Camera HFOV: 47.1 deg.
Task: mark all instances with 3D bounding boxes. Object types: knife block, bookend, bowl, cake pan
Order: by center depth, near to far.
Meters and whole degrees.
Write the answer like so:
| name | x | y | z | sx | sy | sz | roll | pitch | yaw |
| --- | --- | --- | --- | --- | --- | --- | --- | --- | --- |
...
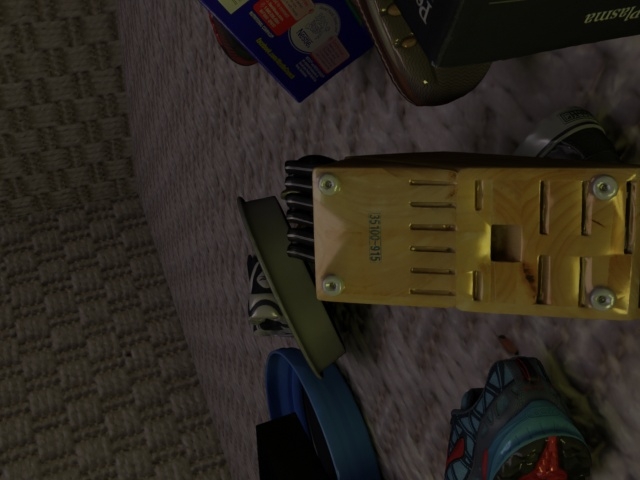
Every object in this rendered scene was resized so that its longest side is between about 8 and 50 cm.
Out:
| name | x | y | z | sx | sy | sz | roll | pitch | yaw |
| --- | --- | --- | --- | --- | --- | --- | --- | --- | --- |
| knife block | 0.094 | -0.021 | 0.547 | 0.242 | 0.276 | 0.088 | -30 | -60 | -68 |
| cake pan | -0.038 | 0.059 | 1.080 | 0.293 | 0.054 | 0.293 | 155 | 90 | -89 |
| bookend | -0.043 | 0.395 | 1.195 | 0.157 | 0.072 | 0.156 | -125 | 27 | -46 |
| bowl | 0.003 | 0.370 | 1.278 | 0.391 | 0.077 | 0.391 | 166 | 90 | -72 |

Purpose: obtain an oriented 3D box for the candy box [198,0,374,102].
| name | x | y | z | sx | sy | sz | roll | pitch | yaw |
| --- | --- | --- | --- | --- | --- | --- | --- | --- | --- |
| candy box | -0.100 | -0.340 | 0.770 | 0.317 | 0.122 | 0.268 | 58 | -170 | 22 |

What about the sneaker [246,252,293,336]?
| name | x | y | z | sx | sy | sz | roll | pitch | yaw |
| --- | --- | --- | --- | --- | --- | --- | --- | --- | --- |
| sneaker | -0.082 | 0.088 | 1.324 | 0.235 | 0.094 | 0.153 | 62 | -151 | -70 |

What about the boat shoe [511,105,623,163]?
| name | x | y | z | sx | sy | sz | roll | pitch | yaw |
| --- | --- | --- | --- | --- | --- | --- | --- | --- | --- |
| boat shoe | 0.159 | 0.000 | 0.567 | 0.219 | 0.078 | 0.070 | 104 | 148 | -51 |

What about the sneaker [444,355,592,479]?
| name | x | y | z | sx | sy | sz | roll | pitch | yaw |
| --- | --- | --- | --- | --- | --- | --- | --- | --- | --- |
| sneaker | 0.170 | 0.203 | 0.691 | 0.262 | 0.104 | 0.125 | 104 | 164 | -47 |

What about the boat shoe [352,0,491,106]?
| name | x | y | z | sx | sy | sz | roll | pitch | yaw |
| --- | --- | --- | --- | --- | --- | --- | --- | --- | --- |
| boat shoe | 0.068 | -0.253 | 0.613 | 0.116 | 0.123 | 0.324 | 118 | 145 | -70 |

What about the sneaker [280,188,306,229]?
| name | x | y | z | sx | sy | sz | roll | pitch | yaw |
| --- | --- | --- | --- | --- | --- | --- | --- | --- | --- |
| sneaker | 0.000 | 0.000 | 1.034 | 0.066 | 0.071 | 0.188 | 111 | 142 | -59 |

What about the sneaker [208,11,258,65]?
| name | x | y | z | sx | sy | sz | roll | pitch | yaw |
| --- | --- | --- | --- | --- | --- | --- | --- | --- | --- |
| sneaker | -0.104 | -0.364 | 1.038 | 0.135 | 0.098 | 0.276 | -120 | 26 | -46 |

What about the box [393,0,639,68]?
| name | x | y | z | sx | sy | sz | roll | pitch | yaw |
| --- | --- | --- | --- | --- | --- | --- | --- | --- | --- |
| box | 0.101 | -0.322 | 0.355 | 0.312 | 0.179 | 0.343 | 104 | 147 | -56 |
